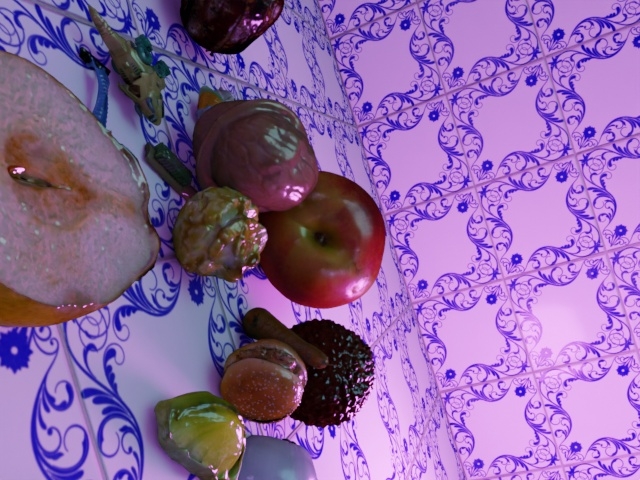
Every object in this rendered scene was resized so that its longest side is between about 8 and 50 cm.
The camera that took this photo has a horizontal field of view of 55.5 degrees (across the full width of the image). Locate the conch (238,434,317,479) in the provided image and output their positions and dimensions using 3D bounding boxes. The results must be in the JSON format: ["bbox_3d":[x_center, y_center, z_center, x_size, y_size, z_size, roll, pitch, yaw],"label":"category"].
[{"bbox_3d":[-0.090,0.499,1.314,0.185,0.121,0.221,49,8,34],"label":"conch"}]

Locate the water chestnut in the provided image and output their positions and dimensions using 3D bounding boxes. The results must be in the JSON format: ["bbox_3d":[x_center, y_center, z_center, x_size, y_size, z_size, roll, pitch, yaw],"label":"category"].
[{"bbox_3d":[-0.267,-0.666,1.597,0.347,0.335,0.335,24,44,-27],"label":"water chestnut"}]

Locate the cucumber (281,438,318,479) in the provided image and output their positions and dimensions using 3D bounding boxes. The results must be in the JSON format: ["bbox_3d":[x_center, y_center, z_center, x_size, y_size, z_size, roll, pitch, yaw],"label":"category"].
[{"bbox_3d":[-0.048,0.543,1.490,0.039,0.043,0.163,16,-51,66],"label":"cucumber"}]

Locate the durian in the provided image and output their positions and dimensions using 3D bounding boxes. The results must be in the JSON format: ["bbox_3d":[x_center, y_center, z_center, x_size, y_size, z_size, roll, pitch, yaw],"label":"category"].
[{"bbox_3d":[-0.207,0.356,1.108,0.139,0.101,0.250,-57,138,-20],"label":"durian"}]

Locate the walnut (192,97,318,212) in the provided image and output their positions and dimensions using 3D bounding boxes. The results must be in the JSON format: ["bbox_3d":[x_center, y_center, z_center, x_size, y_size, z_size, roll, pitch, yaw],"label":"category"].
[{"bbox_3d":[-0.160,-0.195,1.413,0.296,0.285,0.285,40,-9,43],"label":"walnut"}]

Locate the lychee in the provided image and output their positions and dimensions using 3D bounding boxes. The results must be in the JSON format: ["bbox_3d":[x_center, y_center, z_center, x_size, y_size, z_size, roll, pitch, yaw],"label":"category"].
[{"bbox_3d":[0.003,0.316,1.481,0.300,0.264,0.264,-71,140,-71],"label":"lychee"}]

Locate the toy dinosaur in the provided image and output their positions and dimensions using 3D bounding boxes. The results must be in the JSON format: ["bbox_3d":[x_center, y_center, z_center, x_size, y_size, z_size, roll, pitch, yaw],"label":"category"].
[{"bbox_3d":[-0.387,-0.366,1.237,0.153,0.094,0.259,-96,163,-53],"label":"toy dinosaur"}]

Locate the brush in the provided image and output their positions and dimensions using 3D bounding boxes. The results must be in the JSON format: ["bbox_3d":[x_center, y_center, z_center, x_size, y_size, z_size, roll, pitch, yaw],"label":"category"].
[{"bbox_3d":[-0.295,-0.120,1.369,0.282,0.048,0.054,54,24,-48],"label":"brush"}]

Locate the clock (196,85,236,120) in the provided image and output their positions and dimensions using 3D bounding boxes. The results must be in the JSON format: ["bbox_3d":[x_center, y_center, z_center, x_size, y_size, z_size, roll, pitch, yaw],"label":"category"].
[{"bbox_3d":[-0.242,-0.306,1.593,0.231,0.103,0.144,61,30,-28],"label":"clock"}]

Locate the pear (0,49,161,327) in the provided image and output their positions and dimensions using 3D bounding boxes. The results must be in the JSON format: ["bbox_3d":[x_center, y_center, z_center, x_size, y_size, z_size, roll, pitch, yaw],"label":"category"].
[{"bbox_3d":[-0.399,-0.045,0.760,0.386,0.191,0.340,32,40,-62],"label":"pear"}]

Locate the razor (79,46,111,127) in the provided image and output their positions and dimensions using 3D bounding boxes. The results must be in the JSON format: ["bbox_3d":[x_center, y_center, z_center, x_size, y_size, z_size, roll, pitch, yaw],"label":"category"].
[{"bbox_3d":[-0.416,-0.246,1.133,0.082,0.042,0.253,44,34,-58],"label":"razor"}]

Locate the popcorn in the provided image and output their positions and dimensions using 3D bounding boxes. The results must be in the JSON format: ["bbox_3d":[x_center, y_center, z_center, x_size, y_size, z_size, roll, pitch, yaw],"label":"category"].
[{"bbox_3d":[-0.213,-0.012,1.280,0.221,0.184,0.204,-17,117,-73],"label":"popcorn"}]

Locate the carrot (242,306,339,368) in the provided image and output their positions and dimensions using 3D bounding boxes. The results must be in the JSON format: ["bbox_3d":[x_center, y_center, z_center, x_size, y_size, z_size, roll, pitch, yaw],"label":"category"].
[{"bbox_3d":[-0.071,0.227,1.367,0.078,0.298,0.078,-19,118,-40],"label":"carrot"}]

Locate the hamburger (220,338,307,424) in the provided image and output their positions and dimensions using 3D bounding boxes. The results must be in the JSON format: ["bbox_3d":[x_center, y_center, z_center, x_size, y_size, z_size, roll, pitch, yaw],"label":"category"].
[{"bbox_3d":[-0.115,0.295,1.275,0.182,0.191,0.118,29,29,-23],"label":"hamburger"}]

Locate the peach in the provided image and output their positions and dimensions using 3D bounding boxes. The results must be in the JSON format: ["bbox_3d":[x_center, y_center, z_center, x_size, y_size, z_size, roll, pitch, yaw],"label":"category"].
[{"bbox_3d":[0.000,0.000,1.645,0.388,0.388,0.388,-17,90,-72],"label":"peach"}]
